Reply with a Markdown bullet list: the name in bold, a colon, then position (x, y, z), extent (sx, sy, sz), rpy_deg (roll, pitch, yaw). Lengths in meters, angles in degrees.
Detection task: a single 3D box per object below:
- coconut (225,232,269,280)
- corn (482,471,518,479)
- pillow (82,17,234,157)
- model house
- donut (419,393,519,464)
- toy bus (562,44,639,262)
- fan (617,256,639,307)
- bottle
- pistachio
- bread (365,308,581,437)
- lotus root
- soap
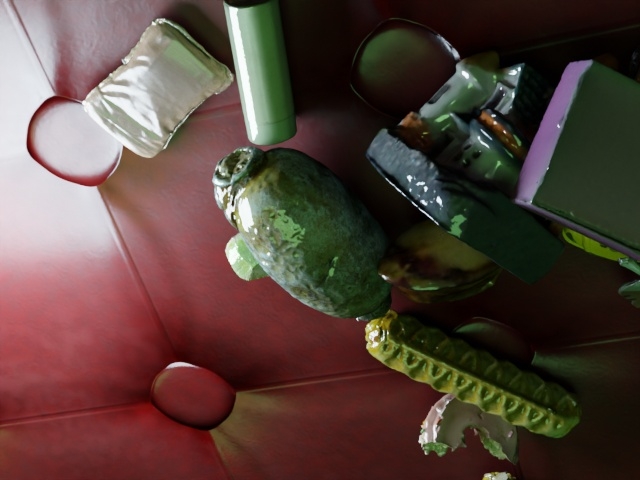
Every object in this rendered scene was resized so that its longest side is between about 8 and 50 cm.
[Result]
- **coconut**: position (-0.098, 0.018, 1.659), extent (0.082, 0.081, 0.083), rpy_deg (-9, 149, -31)
- **corn**: position (0.299, 0.479, 1.904), extent (0.080, 0.080, 0.238), rpy_deg (5, 127, 6)
- **pillow**: position (-0.230, -0.207, 1.554), extent (0.135, 0.034, 0.211), rpy_deg (39, 123, -21)
- **model house**: position (0.242, -0.139, 1.404), extent (0.190, 0.271, 0.301), rpy_deg (37, 99, -32)
- **donut**: position (0.235, 0.288, 1.773), extent (0.166, 0.117, 0.065), rpy_deg (15, 159, -15)
- **toy bus**: position (0.430, -0.095, 1.446), extent (0.144, 0.152, 0.330), rpy_deg (15, 125, -2)
- **fan**: position (0.469, 0.058, 1.546), extent (0.152, 0.008, 0.226), rpy_deg (-13, 155, 37)
- **bottle**: position (-0.078, -0.229, 1.488), extent (0.072, 0.072, 0.201), rpy_deg (-1, 124, 10)
- **pistachio**: position (0.171, 0.029, 1.561), extent (0.210, 0.165, 0.131), rpy_deg (-13, 111, -32)
- **bread**: position (0.235, 0.207, 1.728), extent (0.367, 0.077, 0.084), rpy_deg (25, 114, -9)
- **lotus root**: position (0.002, -0.001, 1.572), extent (0.175, 0.175, 0.349), rpy_deg (-29, 125, 26)
- **soap**: position (0.365, -0.074, 1.283), extent (0.259, 0.081, 0.181), rpy_deg (22, 90, -13)
